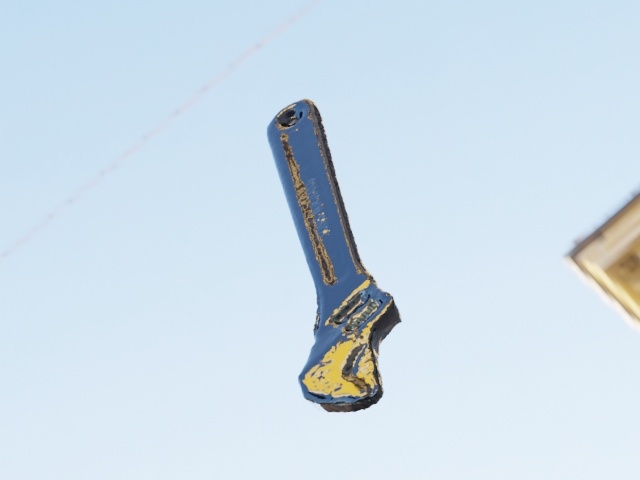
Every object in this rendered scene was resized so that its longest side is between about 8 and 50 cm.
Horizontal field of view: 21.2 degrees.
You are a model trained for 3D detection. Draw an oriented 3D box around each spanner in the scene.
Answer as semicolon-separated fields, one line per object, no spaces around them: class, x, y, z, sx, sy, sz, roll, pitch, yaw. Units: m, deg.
spanner;0.000;0.000;0.693;0.046;0.208;0.012;-30;-55;10
